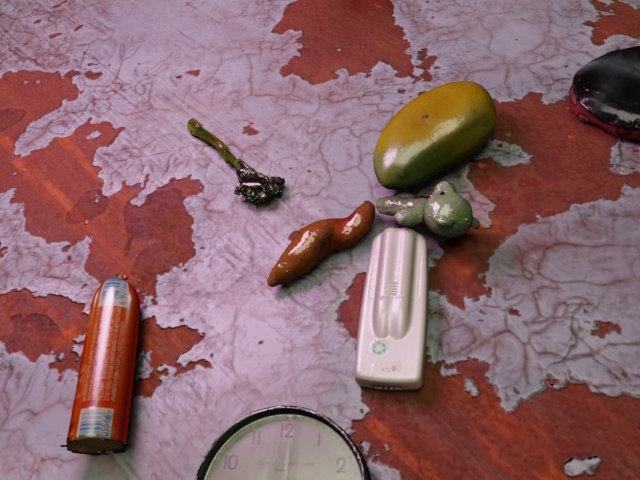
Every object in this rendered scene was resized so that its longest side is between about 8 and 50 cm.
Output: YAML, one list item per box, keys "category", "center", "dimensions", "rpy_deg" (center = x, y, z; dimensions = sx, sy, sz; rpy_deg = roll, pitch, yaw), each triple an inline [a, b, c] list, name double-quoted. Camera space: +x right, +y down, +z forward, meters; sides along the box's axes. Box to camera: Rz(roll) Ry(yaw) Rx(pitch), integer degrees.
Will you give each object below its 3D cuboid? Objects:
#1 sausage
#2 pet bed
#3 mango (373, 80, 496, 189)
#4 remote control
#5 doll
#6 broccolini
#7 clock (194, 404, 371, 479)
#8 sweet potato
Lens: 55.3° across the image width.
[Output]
- category: "sausage"
  center: [-0.287, 0.155, 0.837]
  dimensions: [0.083, 0.083, 0.264]
  rpy_deg: [-8, 53, 5]
- category: "pet bed"
  center: [0.504, -0.235, 0.971]
  dimensions: [0.201, 0.053, 0.201]
  rpy_deg: [-6, 55, 8]
- category: "mango"
  center: [0.173, -0.170, 0.966]
  dimensions: [0.237, 0.091, 0.137]
  rpy_deg: [-29, 49, -11]
- category: "remote control"
  center: [0.100, 0.086, 0.825]
  dimensions: [0.090, 0.049, 0.230]
  rpy_deg: [1, 57, 13]
- category: "doll"
  center: [0.150, -0.050, 0.879]
  dimensions: [0.150, 0.078, 0.115]
  rpy_deg: [15, 15, 42]
- category: "broccolini"
  center: [-0.156, -0.134, 1.045]
  dimensions: [0.254, 0.071, 0.058]
  rpy_deg: [39, 111, 37]
- category: "clock"
  center: [-0.046, 0.298, 0.709]
  dimensions: [0.214, 0.042, 0.215]
  rpy_deg: [-5, 54, 8]
- category: "sweet potato"
  center: [0.001, 0.001, 0.900]
  dimensions: [0.202, 0.058, 0.055]
  rpy_deg: [-33, 35, -11]
